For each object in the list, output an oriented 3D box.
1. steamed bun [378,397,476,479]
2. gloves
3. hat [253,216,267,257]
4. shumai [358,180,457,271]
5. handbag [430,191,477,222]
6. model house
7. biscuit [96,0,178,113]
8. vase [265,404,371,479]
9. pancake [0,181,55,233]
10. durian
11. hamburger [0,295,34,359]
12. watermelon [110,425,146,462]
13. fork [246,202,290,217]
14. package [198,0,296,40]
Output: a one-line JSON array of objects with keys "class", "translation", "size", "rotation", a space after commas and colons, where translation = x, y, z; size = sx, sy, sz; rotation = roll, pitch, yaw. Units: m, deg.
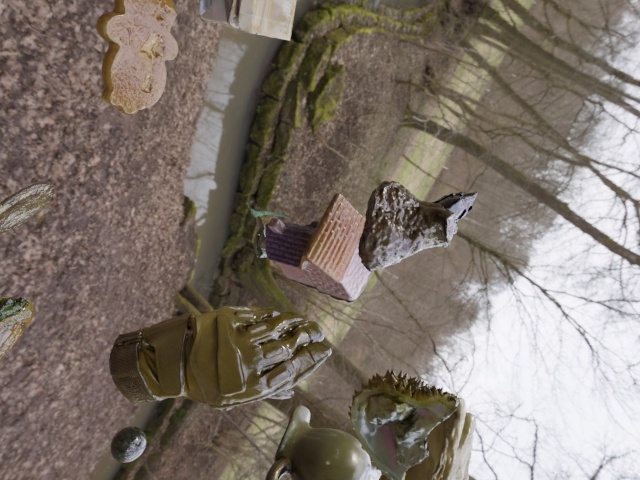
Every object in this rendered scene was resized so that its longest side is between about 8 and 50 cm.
[{"class": "steamed bun", "translation": [0.243, 0.593, 0.978], "size": [0.247, 0.189, 0.427], "rotation": [-12, -134, 60]}, {"class": "gloves", "translation": [-0.150, 0.180, 0.624], "size": [0.141, 0.332, 0.154], "rotation": [68, 16, -72]}, {"class": "hat", "translation": [-0.189, -0.011, 1.321], "size": [0.081, 0.166, 0.122], "rotation": [-24, 144, 1]}, {"class": "shumai", "translation": [0.174, -0.020, 0.795], "size": [0.166, 0.176, 0.205], "rotation": [90, 23, -44]}, {"class": "handbag", "translation": [0.322, -0.061, 1.105], "size": [0.211, 0.088, 0.254], "rotation": [-40, 168, 31]}, {"class": "model house", "translation": [0.000, 0.000, 1.033], "size": [0.202, 0.237, 0.237], "rotation": [-59, 147, -19]}, {"class": "biscuit", "translation": [-0.362, -0.375, 0.805], "size": [0.184, 0.035, 0.248], "rotation": [-27, 136, -63]}, {"class": "vase", "translation": [-0.033, 0.704, 1.243], "size": [0.329, 0.303, 0.240], "rotation": [-24, 133, -53]}, {"class": "pancake", "translation": [-0.739, -0.077, 0.992], "size": [0.199, 0.021, 0.199], "rotation": [-40, -172, 7]}, {"class": "durian", "translation": [0.154, 0.350, 0.793], "size": [0.166, 0.172, 0.306], "rotation": [-95, -158, -49]}, {"class": "hamburger", "translation": [-0.786, 0.225, 0.972], "size": [0.206, 0.130, 0.183], "rotation": [-45, -170, -34]}, {"class": "watermelon", "translation": [-0.617, 0.646, 1.294], "size": [0.133, 0.105, 0.105], "rotation": [1, -130, 50]}, {"class": "fork", "translation": [-0.146, -0.073, 1.135], "size": [0.021, 0.039, 0.235], "rotation": [-29, 166, 18]}, {"class": "package", "translation": [-0.120, -0.599, 0.840], "size": [0.165, 0.222, 0.310], "rotation": [50, -48, 52]}]
